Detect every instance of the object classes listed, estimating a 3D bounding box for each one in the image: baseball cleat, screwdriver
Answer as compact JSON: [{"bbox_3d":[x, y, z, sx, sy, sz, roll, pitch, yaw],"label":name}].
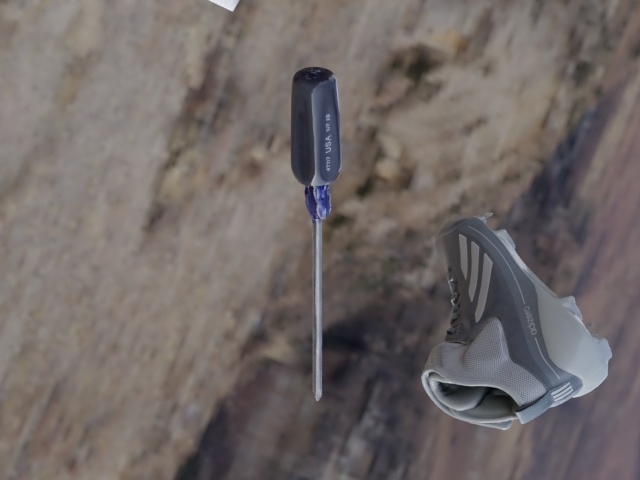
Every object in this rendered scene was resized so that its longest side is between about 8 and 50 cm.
[{"bbox_3d":[0.098,0.049,1.139,0.072,0.109,0.206,64,-10,-27],"label":"baseball cleat"},{"bbox_3d":[0.000,0.000,0.796,0.025,0.024,0.170,-48,145,-45],"label":"screwdriver"}]

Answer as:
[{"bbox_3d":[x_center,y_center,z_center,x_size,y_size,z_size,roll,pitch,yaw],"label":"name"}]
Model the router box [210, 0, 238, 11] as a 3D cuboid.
[{"bbox_3d":[-0.157,-0.406,1.559,0.301,0.335,0.082,-58,-166,27],"label":"router box"}]
